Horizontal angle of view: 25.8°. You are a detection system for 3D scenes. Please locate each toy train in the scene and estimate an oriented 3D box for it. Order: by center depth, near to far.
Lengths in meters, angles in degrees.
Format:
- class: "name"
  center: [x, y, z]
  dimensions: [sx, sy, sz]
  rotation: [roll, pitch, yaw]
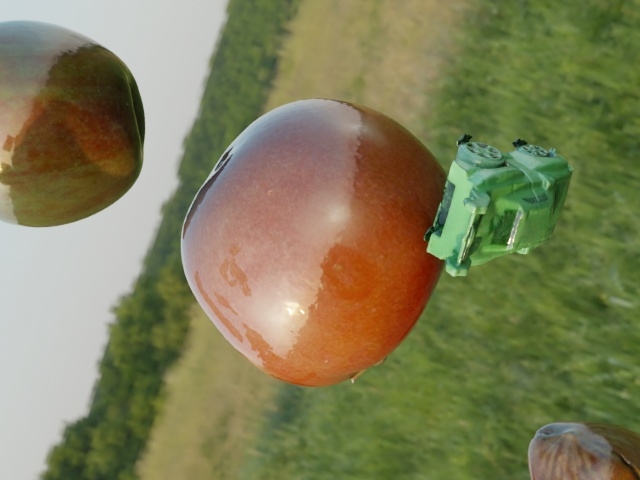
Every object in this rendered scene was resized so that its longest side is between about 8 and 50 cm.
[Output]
- class: "toy train"
  center: [0.140, -0.023, 1.083]
  dimensions: [0.081, 0.149, 0.099]
  rotation: [40, 125, 43]

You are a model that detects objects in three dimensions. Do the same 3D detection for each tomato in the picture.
- class: "tomato"
  center: [0.000, 0.000, 1.223]
  dimensions: [0.256, 0.224, 0.256]
  rotation: [-52, 12, 16]

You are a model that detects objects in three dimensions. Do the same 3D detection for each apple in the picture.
- class: "apple"
  center: [-0.335, -0.146, 1.702]
  dimensions: [0.257, 0.234, 0.257]
  rotation: [-9, -90, -87]

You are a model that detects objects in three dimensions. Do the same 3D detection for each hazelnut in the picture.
- class: "hazelnut"
  center: [0.295, 0.262, 1.526]
  dimensions: [0.150, 0.150, 0.150]
  rotation: [-162, 90, -84]
